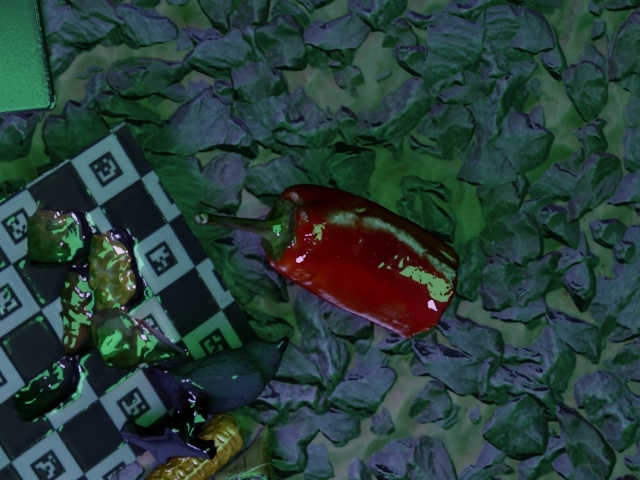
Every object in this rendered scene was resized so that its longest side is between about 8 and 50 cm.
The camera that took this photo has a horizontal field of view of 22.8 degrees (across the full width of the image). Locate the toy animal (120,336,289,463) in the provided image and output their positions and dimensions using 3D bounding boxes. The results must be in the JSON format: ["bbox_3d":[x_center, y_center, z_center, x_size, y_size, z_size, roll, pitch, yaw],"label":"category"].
[{"bbox_3d":[-0.135,0.161,1.859,0.117,0.121,0.210,52,54,-11],"label":"toy animal"}]

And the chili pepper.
[{"bbox_3d":[-0.001,-0.001,1.923,0.338,0.134,0.131,23,66,-16],"label":"chili pepper"}]

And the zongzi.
[{"bbox_3d":[-0.095,0.264,1.913,0.076,0.040,0.083,-3,71,-11],"label":"zongzi"}]

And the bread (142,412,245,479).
[{"bbox_3d":[-0.154,0.268,1.889,0.157,0.044,0.052,-41,88,-18],"label":"bread"}]

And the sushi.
[{"bbox_3d":[-0.292,0.098,1.859,0.359,0.064,0.343,-36,104,-23],"label":"sushi"}]

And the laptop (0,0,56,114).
[{"bbox_3d":[-0.393,-0.238,1.908,0.129,0.016,0.180,-8,84,-17],"label":"laptop"}]
